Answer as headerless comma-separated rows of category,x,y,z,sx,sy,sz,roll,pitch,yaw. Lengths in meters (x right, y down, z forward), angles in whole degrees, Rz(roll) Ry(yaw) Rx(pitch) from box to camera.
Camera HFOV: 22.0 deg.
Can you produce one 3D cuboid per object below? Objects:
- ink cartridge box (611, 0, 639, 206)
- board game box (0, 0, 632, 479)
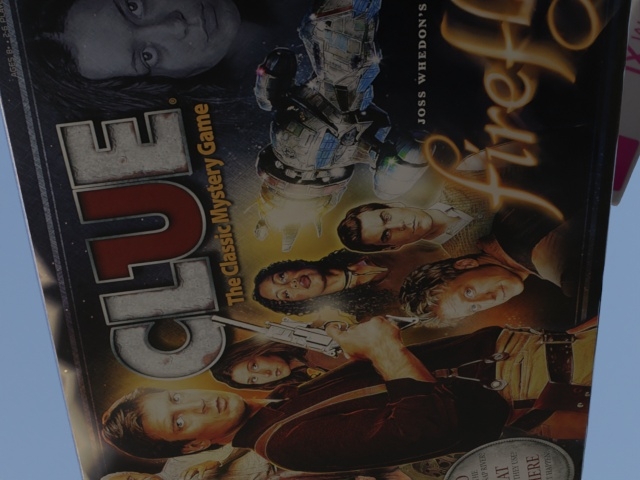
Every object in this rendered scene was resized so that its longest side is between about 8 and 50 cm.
ink cartridge box,0.179,-0.159,1.249,0.065,0.311,0.186,16,-77,-20
board game box,0.000,0.000,0.485,0.165,0.042,0.243,-6,-47,-2
